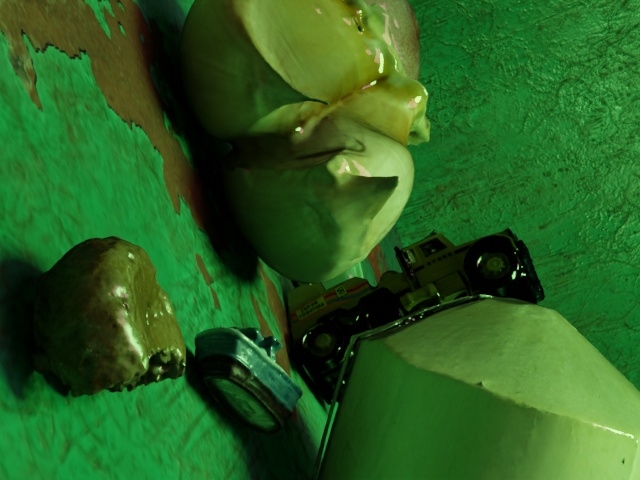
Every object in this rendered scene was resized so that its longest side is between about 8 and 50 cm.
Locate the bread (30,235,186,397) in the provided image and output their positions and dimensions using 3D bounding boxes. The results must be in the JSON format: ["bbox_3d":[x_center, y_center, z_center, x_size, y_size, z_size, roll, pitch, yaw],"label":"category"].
[{"bbox_3d":[-0.112,0.040,0.607,0.113,0.060,0.082,40,32,-78],"label":"bread"}]

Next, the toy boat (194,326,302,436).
[{"bbox_3d":[-0.049,0.097,0.872,0.137,0.060,0.061,54,39,-52],"label":"toy boat"}]

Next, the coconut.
[{"bbox_3d":[0.141,0.195,0.973,0.323,0.323,0.323,-20,90,-82],"label":"coconut"}]

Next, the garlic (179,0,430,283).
[{"bbox_3d":[-0.011,-0.111,1.114,0.313,0.249,0.286,-56,146,-55],"label":"garlic"}]

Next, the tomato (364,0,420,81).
[{"bbox_3d":[0.023,-0.263,1.608,0.270,0.227,0.270,-20,90,-84],"label":"tomato"}]

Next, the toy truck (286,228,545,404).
[{"bbox_3d":[0.097,0.067,1.217,0.127,0.257,0.127,59,11,-50],"label":"toy truck"}]

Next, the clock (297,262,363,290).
[{"bbox_3d":[0.000,0.000,1.407,0.211,0.066,0.159,-100,168,-53],"label":"clock"}]
